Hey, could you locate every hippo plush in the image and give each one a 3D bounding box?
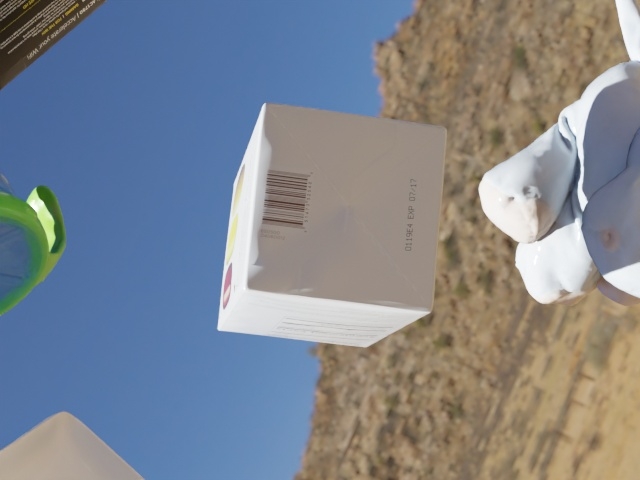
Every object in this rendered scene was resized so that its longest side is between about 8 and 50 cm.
[{"bbox_3d":[0.316,-0.044,1.107,0.294,0.234,0.236,-54,24,1],"label":"hippo plush"}]

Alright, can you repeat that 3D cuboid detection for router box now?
[{"bbox_3d":[-0.243,-0.209,0.989,0.179,0.046,0.133,-45,-27,-20],"label":"router box"}]

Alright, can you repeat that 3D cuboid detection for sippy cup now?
[{"bbox_3d":[-0.457,-0.039,1.423,0.240,0.224,0.305,-30,-30,1],"label":"sippy cup"}]

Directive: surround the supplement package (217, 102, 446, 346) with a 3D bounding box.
[{"bbox_3d":[0.000,0.000,0.961,0.244,0.133,0.139,128,148,-76],"label":"supplement package"}]

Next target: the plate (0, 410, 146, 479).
[{"bbox_3d":[-0.209,0.298,1.157,0.045,0.277,0.278,-51,-6,16],"label":"plate"}]
